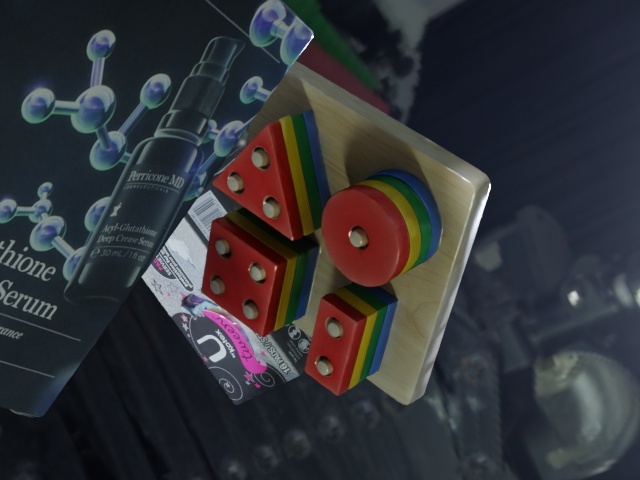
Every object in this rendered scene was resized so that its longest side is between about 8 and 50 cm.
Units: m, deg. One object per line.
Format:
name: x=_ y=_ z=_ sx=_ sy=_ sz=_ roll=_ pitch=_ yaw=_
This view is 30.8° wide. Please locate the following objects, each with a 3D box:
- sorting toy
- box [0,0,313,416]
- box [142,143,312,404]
sorting toy: x=0.000 y=0.000 z=1.077 sx=0.257 sy=0.255 sz=0.089 roll=35 pitch=-141 yaw=29
box: x=-0.248 y=-0.101 z=0.872 sx=0.212 sy=0.395 sz=0.293 roll=37 pitch=-177 yaw=32
box: x=-0.092 y=0.041 z=1.373 sx=0.247 sy=0.142 sz=0.163 roll=53 pitch=-133 yaw=-3
